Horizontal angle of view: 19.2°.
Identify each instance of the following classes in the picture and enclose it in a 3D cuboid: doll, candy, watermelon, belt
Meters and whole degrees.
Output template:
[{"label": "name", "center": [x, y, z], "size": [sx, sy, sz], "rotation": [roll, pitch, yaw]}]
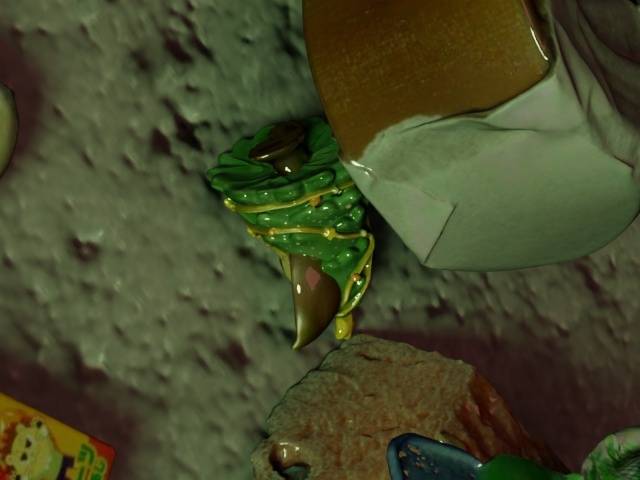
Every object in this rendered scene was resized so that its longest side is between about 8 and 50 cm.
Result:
[{"label": "doll", "center": [0.007, -0.005, 0.906], "size": [0.113, 0.076, 0.078], "rotation": [58, 39, -16]}, {"label": "candy", "center": [-0.144, 0.091, 0.765], "size": [0.122, 0.038, 0.062], "rotation": [31, 59, -33]}, {"label": "watermelon", "center": [0.065, 0.163, 0.904], "size": [0.193, 0.140, 0.257], "rotation": [-23, 87, -52]}, {"label": "belt", "center": [0.114, -0.107, 0.953], "size": [0.217, 0.122, 0.338], "rotation": [63, 30, -1]}]

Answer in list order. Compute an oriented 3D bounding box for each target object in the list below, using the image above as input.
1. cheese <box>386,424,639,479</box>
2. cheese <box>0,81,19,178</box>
[{"label": "cheese", "center": [0.158, 0.161, 0.845], "size": [0.320, 0.083, 0.204], "rotation": [22, 41, -35]}, {"label": "cheese", "center": [-0.195, -0.012, 0.746], "size": [0.097, 0.037, 0.192], "rotation": [48, 50, -21]}]
